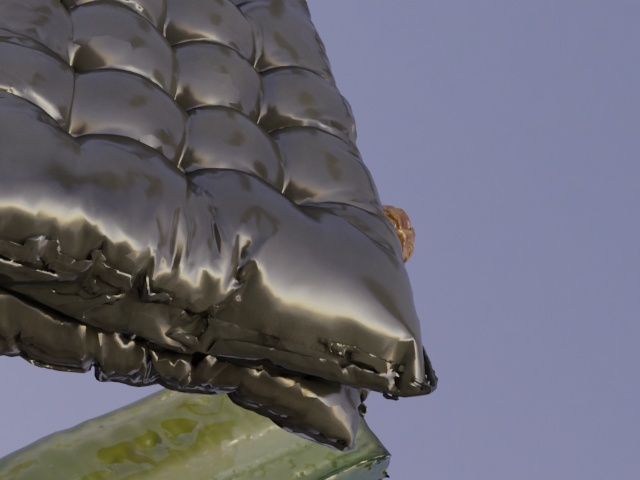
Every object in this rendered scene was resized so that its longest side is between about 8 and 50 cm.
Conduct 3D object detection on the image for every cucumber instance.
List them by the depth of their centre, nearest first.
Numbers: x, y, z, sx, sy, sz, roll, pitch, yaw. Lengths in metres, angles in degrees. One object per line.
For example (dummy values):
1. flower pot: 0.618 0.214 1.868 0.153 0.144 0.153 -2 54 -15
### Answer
1. cucumber: -0.121 0.158 1.043 0.145 0.325 0.105 45 -39 37

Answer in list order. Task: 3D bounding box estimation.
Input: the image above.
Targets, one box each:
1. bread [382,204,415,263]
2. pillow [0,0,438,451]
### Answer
1. bread: 0.000 0.000 1.594 0.157 0.044 0.052 -3 -78 -11
2. pillow: -0.090 -0.052 0.879 0.228 0.326 0.101 18 -57 -24
